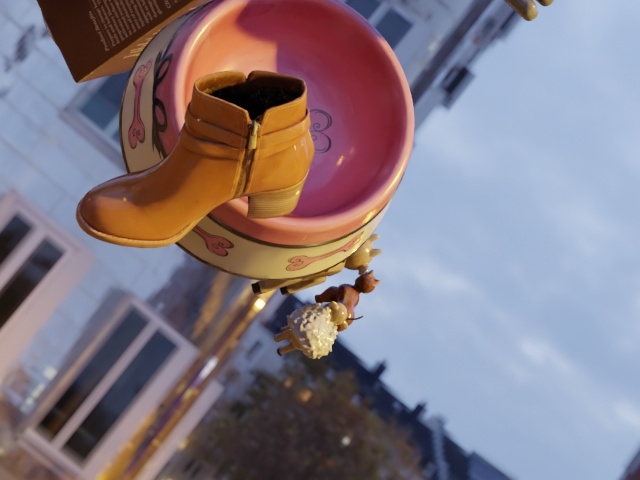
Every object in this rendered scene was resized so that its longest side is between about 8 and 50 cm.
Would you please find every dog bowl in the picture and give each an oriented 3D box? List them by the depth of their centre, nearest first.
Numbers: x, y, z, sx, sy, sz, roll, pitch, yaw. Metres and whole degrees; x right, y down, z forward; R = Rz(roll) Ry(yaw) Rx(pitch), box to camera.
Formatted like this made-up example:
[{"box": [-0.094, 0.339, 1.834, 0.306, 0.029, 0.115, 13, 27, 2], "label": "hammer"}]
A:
[{"box": [-0.055, -0.158, 1.961, 0.408, 0.408, 0.150, 40, -23, -7], "label": "dog bowl"}]

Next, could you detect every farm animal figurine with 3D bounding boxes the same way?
[{"box": [0.000, 0.000, 2.427, 0.330, 0.172, 0.327, 68, 25, -5], "label": "farm animal figurine"}]

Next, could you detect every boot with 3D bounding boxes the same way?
[{"box": [-0.145, -0.095, 1.686, 0.220, 0.283, 0.109, 98, -14, -56], "label": "boot"}]

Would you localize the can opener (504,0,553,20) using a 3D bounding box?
[{"box": [0.275, -0.477, 2.439, 0.280, 0.074, 0.093, 50, 4, 22], "label": "can opener"}]

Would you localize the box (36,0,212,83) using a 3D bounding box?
[{"box": [-0.249, -0.407, 2.200, 0.381, 0.143, 0.191, -26, -92, 34], "label": "box"}]
